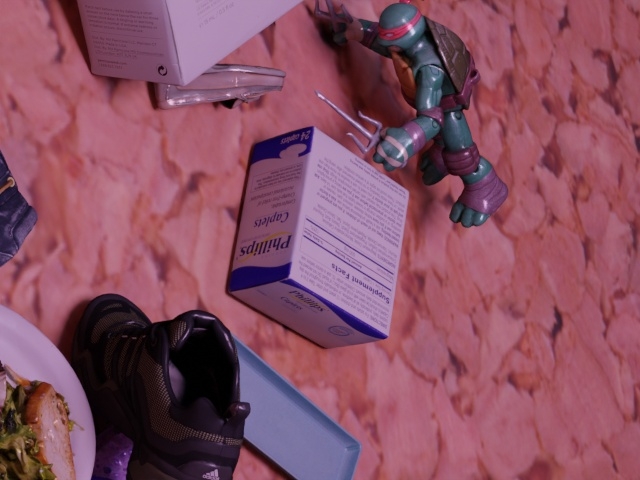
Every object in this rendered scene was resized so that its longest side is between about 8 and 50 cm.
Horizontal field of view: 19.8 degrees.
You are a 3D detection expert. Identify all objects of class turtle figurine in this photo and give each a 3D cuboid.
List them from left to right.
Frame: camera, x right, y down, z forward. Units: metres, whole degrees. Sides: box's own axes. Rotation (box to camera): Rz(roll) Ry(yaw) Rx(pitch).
[{"bbox_3d":[0.078,-0.124,1.537,0.234,0.118,0.175,55,20,-39],"label":"turtle figurine"}]

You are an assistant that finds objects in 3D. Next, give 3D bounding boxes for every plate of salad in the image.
[{"bbox_3d":[-0.231,0.108,1.158,0.200,0.048,0.200,18,50,-22],"label":"plate of salad"}]

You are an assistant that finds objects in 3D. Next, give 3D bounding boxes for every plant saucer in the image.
[{"bbox_3d":[-0.038,0.140,1.437,0.192,0.018,0.067,42,51,-32],"label":"plant saucer"}]

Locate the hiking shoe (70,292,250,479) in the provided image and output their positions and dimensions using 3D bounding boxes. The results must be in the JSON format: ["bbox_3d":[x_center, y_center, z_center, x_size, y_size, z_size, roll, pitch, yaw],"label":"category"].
[{"bbox_3d":[-0.098,0.088,1.240,0.086,0.114,0.227,18,22,-35],"label":"hiking shoe"}]

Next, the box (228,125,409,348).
[{"bbox_3d":[0.000,0.000,1.475,0.126,0.072,0.137,32,57,-40],"label":"box"}]

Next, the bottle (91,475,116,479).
[{"bbox_3d":[-0.207,0.255,1.137,0.283,0.118,0.092,-40,124,-45],"label":"bottle"}]

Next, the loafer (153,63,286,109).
[{"bbox_3d":[-0.081,-0.120,1.445,0.125,0.045,0.039,0,97,-42],"label":"loafer"}]

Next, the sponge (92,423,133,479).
[{"bbox_3d":[-0.101,0.223,1.331,0.117,0.031,0.210,-41,110,-46],"label":"sponge"}]

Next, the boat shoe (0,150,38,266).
[{"bbox_3d":[-0.253,0.003,1.193,0.083,0.065,0.183,58,43,-19],"label":"boat shoe"}]

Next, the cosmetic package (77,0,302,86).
[{"bbox_3d":[-0.059,-0.327,1.413,0.377,0.097,0.284,-42,134,-46],"label":"cosmetic package"}]
